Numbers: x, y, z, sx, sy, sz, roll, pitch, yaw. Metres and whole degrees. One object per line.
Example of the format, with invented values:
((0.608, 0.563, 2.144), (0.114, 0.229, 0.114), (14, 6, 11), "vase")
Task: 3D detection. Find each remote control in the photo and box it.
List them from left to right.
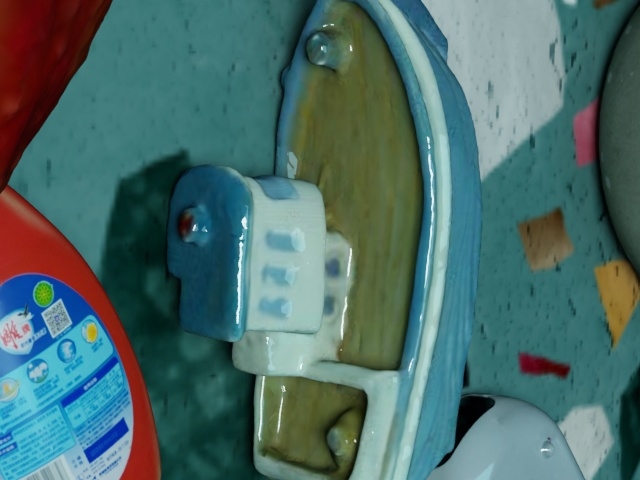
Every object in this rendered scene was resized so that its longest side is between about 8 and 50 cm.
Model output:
((0.108, 0.171, 0.877), (0.087, 0.047, 0.244), (-45, 122, -28), "remote control")

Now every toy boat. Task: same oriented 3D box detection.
((0.000, 0.000, 0.723), (0.102, 0.088, 0.215), (4, 93, -41), "toy boat")

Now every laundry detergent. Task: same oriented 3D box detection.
((-0.114, 0.030, 0.644), (0.097, 0.049, 0.165), (-35, 115, -32), "laundry detergent")

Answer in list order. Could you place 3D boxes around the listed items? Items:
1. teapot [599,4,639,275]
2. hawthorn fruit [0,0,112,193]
((0.221, -0.047, 0.903), (0.193, 0.129, 0.294), (-25, 112, -39), "teapot")
((-0.162, -0.065, 0.486), (0.230, 0.210, 0.266), (-6, 126, -27), "hawthorn fruit")
